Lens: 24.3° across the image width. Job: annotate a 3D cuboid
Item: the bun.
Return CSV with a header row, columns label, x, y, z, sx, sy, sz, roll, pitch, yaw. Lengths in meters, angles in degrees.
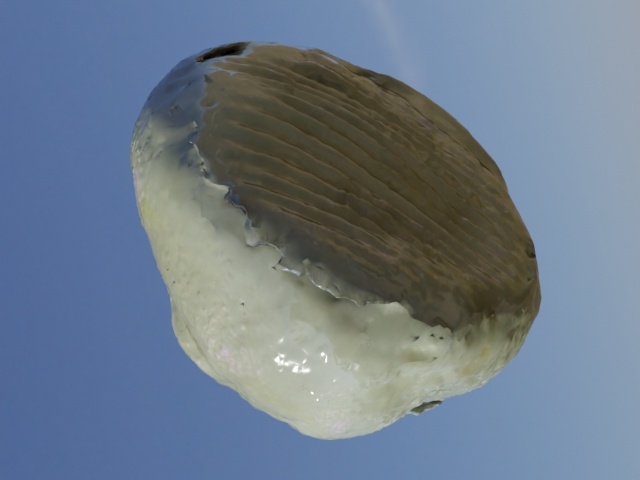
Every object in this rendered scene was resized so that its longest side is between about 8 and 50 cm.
label,x,y,z,sx,sy,sz,roll,pitch,yaw
bun,0.000,0.000,0.794,0.239,0.141,0.239,27,-146,-19
